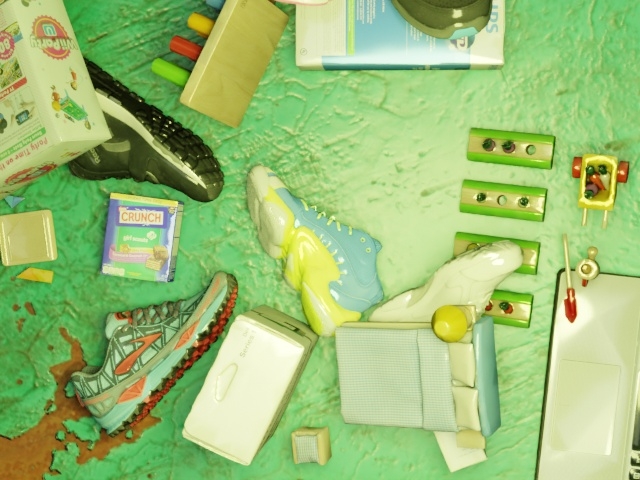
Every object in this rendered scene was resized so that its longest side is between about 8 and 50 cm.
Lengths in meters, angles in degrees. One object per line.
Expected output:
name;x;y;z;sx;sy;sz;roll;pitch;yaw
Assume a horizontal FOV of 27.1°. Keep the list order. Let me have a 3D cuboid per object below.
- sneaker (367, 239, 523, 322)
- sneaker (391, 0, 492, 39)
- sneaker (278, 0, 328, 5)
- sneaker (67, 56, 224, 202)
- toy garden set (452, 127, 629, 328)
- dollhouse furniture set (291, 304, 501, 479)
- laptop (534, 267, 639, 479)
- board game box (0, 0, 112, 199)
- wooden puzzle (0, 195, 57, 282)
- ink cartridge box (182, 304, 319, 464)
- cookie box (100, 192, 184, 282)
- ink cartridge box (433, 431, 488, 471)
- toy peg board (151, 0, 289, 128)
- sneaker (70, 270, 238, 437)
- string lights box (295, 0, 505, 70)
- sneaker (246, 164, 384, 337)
sneaker;0.172;0.085;1.636;0.232;0.090;0.115;-37;81;37
sneaker;0.123;-0.397;1.580;0.125;0.140;0.341;-12;67;-4
sneaker;0.001;-0.394;1.607;0.102;0.252;0.111;7;135;6
sneaker;-0.253;-0.115;1.701;0.283;0.107;0.124;37;108;12
toy garden set;0.268;-0.011;1.655;0.203;0.049;0.244;8;92;18
dollhouse furniture set;0.046;0.226;1.563;0.286;0.198;0.304;1;100;26
laptop;0.475;0.246;1.574;0.407;0.236;0.382;6;91;4
board game box;-0.414;-0.222;1.654;0.224;0.097;0.304;-24;83;33
wooden puzzle;-0.386;-0.002;1.748;0.078;0.014;0.116;0;91;0
ink cartridge box;-0.080;0.172;1.623;0.092;0.219;0.160;25;93;4
cookie box;-0.231;-0.004;1.721;0.091;0.040;0.107;7;91;5
ink cartridge box;0.163;0.221;1.671;0.052;0.088;0.123;-24;89;5
toy peg board;-0.130;-0.240;1.657;0.079;0.161;0.161;26;93;18
sneaker;-0.217;0.124;1.693;0.125;0.104;0.262;43;94;5
string lights box;0.100;-0.282;1.672;0.259;0.077;0.133;1;91;4
sneaker;0.000;0.000;1.694;0.126;0.091;0.240;-23;83;-20
